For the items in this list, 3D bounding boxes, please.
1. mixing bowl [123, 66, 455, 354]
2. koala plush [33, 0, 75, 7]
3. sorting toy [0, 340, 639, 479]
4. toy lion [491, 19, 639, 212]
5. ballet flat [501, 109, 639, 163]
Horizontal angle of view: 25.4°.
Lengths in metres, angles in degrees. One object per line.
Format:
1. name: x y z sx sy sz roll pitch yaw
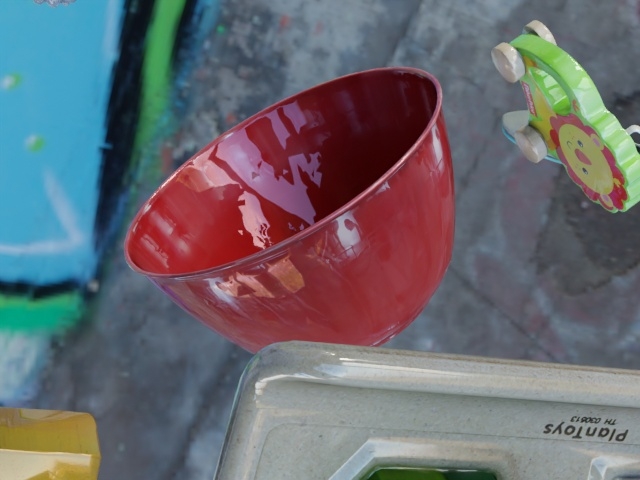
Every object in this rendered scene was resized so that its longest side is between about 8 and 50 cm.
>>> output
1. mixing bowl: 0.000 0.000 0.738 0.181 0.181 0.098 -5 123 44
2. koala plush: -0.074 -0.197 0.318 0.196 0.203 0.221 4 74 52
3. sorting toy: 0.013 0.129 0.425 0.041 0.307 0.229 -115 37 -55
4. toy lion: 0.145 -0.064 0.801 0.034 0.100 0.096 -35 41 -12
5. ballet flat: 0.295 -0.103 1.488 0.072 0.213 0.068 -73 9 -53
